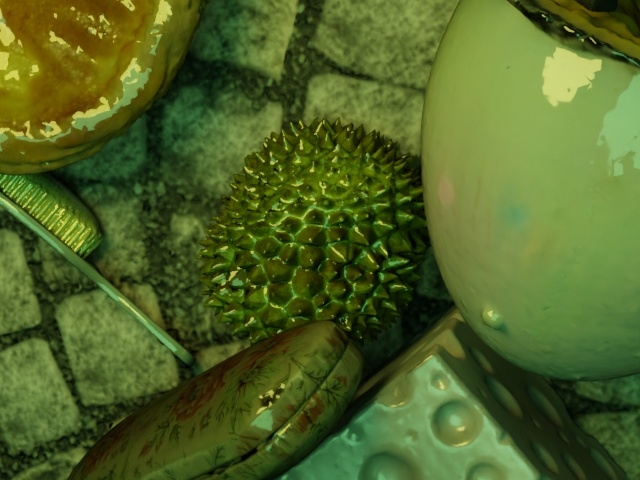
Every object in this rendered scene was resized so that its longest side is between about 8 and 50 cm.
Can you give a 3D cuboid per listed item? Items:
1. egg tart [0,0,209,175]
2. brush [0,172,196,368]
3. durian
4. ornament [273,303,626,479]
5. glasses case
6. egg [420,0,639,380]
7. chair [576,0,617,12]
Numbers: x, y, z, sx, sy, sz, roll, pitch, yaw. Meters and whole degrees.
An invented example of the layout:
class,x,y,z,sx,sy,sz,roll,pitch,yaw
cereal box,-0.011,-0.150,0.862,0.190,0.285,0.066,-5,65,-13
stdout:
class,x,y,z,sx,sy,sz,roll,pitch,yaw
egg tart,-0.282,-0.257,1.627,0.387,0.169,0.388,2,101,8
brush,-0.224,0.009,1.726,0.297,0.068,0.060,41,85,-2
durian,-0.002,0.003,1.618,0.200,0.176,0.237,32,95,-16
ornament,0.108,0.232,1.596,0.239,0.240,0.240,-41,90,16
glasses case,-0.109,0.181,1.589,0.098,0.156,0.425,49,142,-8
egg,0.243,-0.039,1.467,0.354,0.354,0.340,21,115,8
chair,0.197,-0.359,1.472,0.416,0.240,0.203,43,129,40
